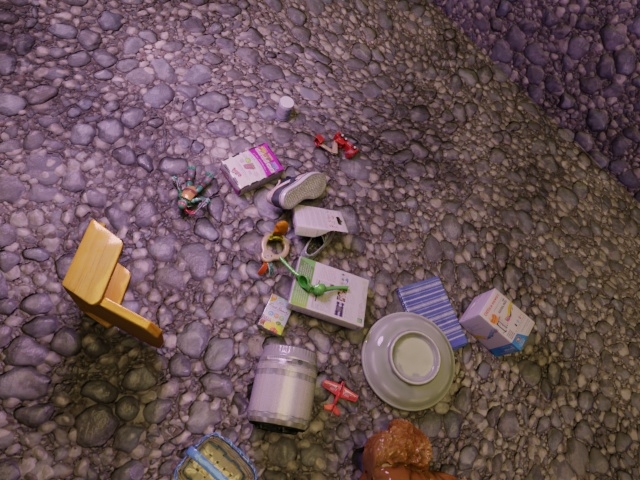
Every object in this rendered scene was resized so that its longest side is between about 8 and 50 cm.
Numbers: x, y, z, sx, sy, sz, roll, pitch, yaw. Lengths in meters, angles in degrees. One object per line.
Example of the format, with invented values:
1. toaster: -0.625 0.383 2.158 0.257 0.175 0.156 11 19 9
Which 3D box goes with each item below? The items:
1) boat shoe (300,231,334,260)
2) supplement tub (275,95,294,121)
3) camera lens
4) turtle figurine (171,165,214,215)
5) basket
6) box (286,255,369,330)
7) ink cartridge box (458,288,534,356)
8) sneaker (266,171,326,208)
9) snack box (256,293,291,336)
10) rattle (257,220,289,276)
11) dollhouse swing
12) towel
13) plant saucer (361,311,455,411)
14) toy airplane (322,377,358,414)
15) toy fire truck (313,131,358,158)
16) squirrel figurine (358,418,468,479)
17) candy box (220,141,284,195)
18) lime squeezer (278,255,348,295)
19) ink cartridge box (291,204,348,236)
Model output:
1. boat shoe: -0.001 0.000 1.906 0.079 0.081 0.227 38 61 0
2. supplement tub: -0.172 -0.629 2.108 0.071 0.107 0.071 7 66 -16
3. camera lens: -0.130 0.528 1.553 0.220 0.219 0.274 15 64 -12
4. turtle figurine: -0.532 -0.201 1.797 0.175 0.118 0.234 32 45 -19
5. basket: -0.316 0.732 1.361 0.255 0.289 0.201 42 56 6
6. box: 0.036 0.218 1.818 0.322 0.058 0.232 21 52 -11
7. ink cartridge box: 0.779 0.365 1.960 0.233 0.168 0.171 42 62 3
8. sneaker: -0.105 -0.232 1.945 0.321 0.128 0.126 -30 124 -47
9. snack box: -0.178 0.295 1.742 0.100 0.037 0.141 28 60 -7
10. rattle: -0.186 0.040 1.799 0.130 0.143 0.199 42 53 -19
11. dollhouse swing: -0.636 0.158 1.472 0.305 0.347 0.315 16 63 -11
12. towel: 0.500 0.337 1.953 0.243 0.040 0.335 -13 72 -24
13. plant saucer: 0.368 0.477 1.783 0.401 0.100 0.400 3 67 -8
14. toy airplane: 0.067 0.603 1.696 0.151 0.028 0.151 6 65 -14
15. toy fire truck: 0.077 -0.462 2.154 0.192 0.047 0.135 45 62 3
16. squirrel figurine: 0.332 0.839 1.553 0.371 0.281 0.396 4 69 -24
17. candy box: -0.301 -0.318 1.950 0.233 0.071 0.159 -29 79 -28
18. lime squeezer: -0.033 0.156 1.759 0.311 0.059 0.109 24 52 -5
19. ink cartridge box: -0.008 -0.079 1.909 0.225 0.056 0.181 9 32 -16
